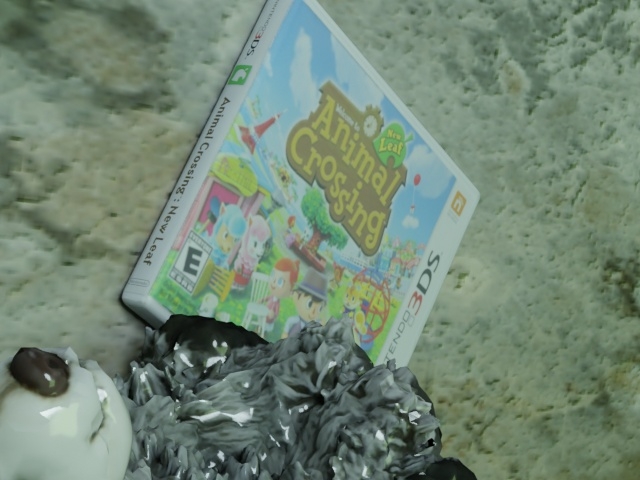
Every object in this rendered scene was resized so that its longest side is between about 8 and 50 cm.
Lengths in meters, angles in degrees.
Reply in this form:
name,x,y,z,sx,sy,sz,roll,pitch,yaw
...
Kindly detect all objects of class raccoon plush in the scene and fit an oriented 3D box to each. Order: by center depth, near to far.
name,x,y,z,sx,sy,sz,roll,pitch,yaw
raccoon plush,-0.086,0.232,0.719,0.299,0.216,0.446,-18,114,-35

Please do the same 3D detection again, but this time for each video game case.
name,x,y,z,sx,sy,sz,roll,pitch,yaw
video game case,0.000,0.000,0.905,0.212,0.023,0.193,44,63,-44
